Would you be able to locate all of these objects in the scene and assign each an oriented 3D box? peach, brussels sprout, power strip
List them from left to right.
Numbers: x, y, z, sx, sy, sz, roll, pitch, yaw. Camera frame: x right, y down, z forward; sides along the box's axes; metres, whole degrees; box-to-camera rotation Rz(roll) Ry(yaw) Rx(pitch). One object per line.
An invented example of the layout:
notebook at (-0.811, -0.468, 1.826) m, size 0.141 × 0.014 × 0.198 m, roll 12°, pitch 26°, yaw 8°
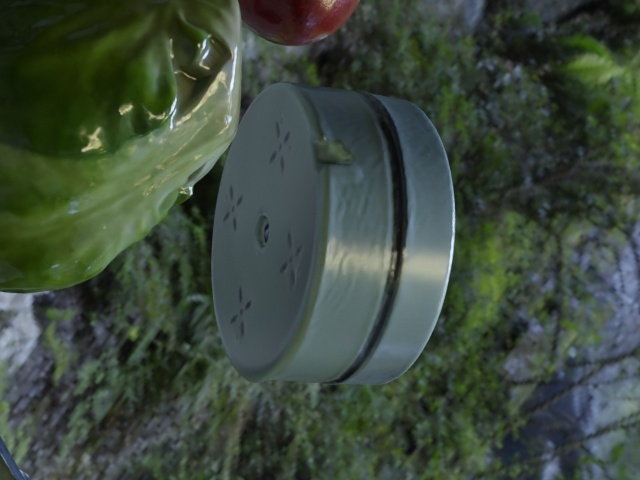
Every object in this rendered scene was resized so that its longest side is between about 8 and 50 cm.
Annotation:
brussels sprout at (-0.178, -0.091, 0.801) m, size 0.219 × 0.271 × 0.210 m, roll -107°, pitch -176°, yaw -54°
peach at (-0.030, -0.400, 1.753) m, size 0.243 × 0.243 × 0.200 m, roll -121°, pitch -170°, yaw -72°
power strip at (0.000, 0.000, 1.309) m, size 0.161 × 0.358 × 0.357 m, roll 5°, pitch 21°, yaw -24°

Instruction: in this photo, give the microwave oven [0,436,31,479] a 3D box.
microwave oven at (-0.604, 0.411, 1.735) m, size 0.394 × 0.333 × 0.247 m, roll 64°, pitch -20°, yaw -7°
